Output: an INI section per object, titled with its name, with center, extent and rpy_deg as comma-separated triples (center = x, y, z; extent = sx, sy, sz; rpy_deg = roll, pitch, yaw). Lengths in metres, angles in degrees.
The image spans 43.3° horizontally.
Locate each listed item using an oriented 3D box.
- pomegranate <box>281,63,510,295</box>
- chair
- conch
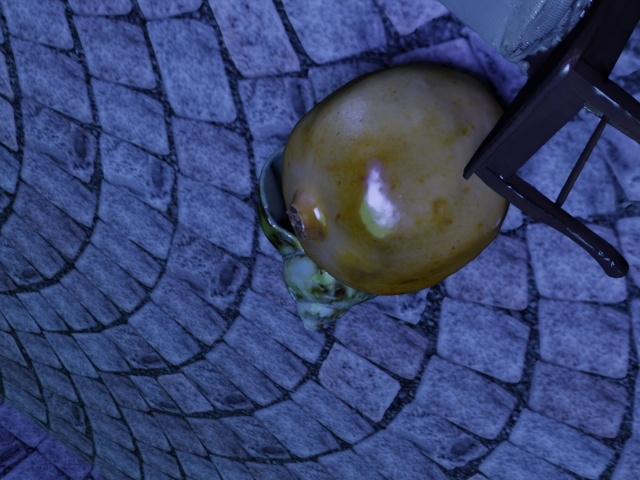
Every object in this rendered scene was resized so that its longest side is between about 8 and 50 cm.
[pomegranate]
center = 0.076, -0.058, 0.782
extent = 0.233, 0.233, 0.233
rpy_deg = 21, 138, 20
[chair]
center = 0.178, -0.147, 0.634
extent = 0.319, 0.186, 0.160
rpy_deg = 38, 150, 1
[conch]
center = -0.001, 0.002, 0.928
extent = 0.187, 0.182, 0.124
rpy_deg = 20, 138, -19
